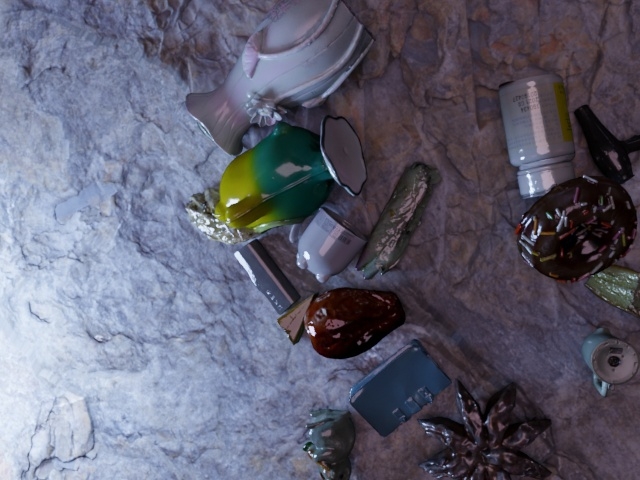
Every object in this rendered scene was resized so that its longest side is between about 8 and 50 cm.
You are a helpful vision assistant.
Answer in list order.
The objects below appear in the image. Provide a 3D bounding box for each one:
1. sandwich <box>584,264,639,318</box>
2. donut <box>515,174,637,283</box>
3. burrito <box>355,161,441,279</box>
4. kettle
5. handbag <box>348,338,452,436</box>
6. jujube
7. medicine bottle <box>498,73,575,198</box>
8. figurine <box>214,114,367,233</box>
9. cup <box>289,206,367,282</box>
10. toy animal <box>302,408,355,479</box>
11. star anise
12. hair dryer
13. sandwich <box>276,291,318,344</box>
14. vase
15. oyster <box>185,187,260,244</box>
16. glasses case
[{"bbox_3d":[0.723,0.132,1.577,0.258,0.096,0.094,25,91,6],"label":"sandwich"},{"bbox_3d":[0.555,-0.018,1.532,0.269,0.103,0.270,-5,128,-7],"label":"donut"},{"bbox_3d":[0.183,-0.042,1.681,0.096,0.066,0.309,29,97,13],"label":"burrito"},{"bbox_3d":[0.636,0.266,1.568,0.098,0.148,0.127,-26,86,8],"label":"kettle"},{"bbox_3d":[0.188,0.356,1.703,0.221,0.057,0.144,-40,91,8],"label":"handbag"},{"bbox_3d":[0.081,0.186,1.664,0.236,0.168,0.168,-14,89,0],"label":"jujube"},{"bbox_3d":[0.484,-0.228,1.580,0.143,0.143,0.258,-9,90,11],"label":"medicine bottle"},{"bbox_3d":[-0.083,-0.147,1.626,0.340,0.324,0.231,-20,113,27],"label":"figurine"},{"bbox_3d":[0.000,0.003,1.682,0.173,0.134,0.142,39,100,6],"label":"cup"},{"bbox_3d":[0.036,0.524,1.708,0.138,0.108,0.236,-18,89,10],"label":"toy animal"},{"bbox_3d":[0.378,0.476,1.639,0.331,0.117,0.332,0,93,5],"label":"star anise"},{"bbox_3d":[0.699,-0.247,1.591,0.219,0.075,0.195,-25,78,0],"label":"hair dryer"},{"bbox_3d":[-0.035,0.189,1.726,0.116,0.074,0.074,-36,84,9],"label":"sandwich"},{"bbox_3d":[-0.101,-0.392,1.645,0.445,0.250,0.250,-38,85,14],"label":"vase"},{"bbox_3d":[-0.246,-0.051,1.758,0.209,0.072,0.133,43,96,8],"label":"oyster"},{"bbox_3d":[-0.132,0.089,1.759,0.072,0.042,0.191,-39,85,17],"label":"glasses case"}]
